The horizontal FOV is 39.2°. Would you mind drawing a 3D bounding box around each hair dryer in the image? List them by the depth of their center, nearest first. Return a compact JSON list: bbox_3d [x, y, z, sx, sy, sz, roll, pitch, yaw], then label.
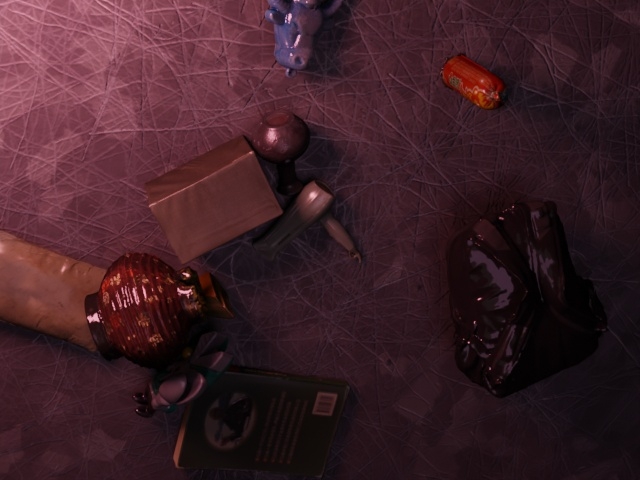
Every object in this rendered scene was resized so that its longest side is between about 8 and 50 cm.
[{"bbox_3d":[0.000,0.000,1.965,0.237,0.075,0.206,35,106,-32],"label":"hair dryer"}]

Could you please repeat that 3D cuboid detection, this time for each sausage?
[{"bbox_3d":[0.314,-0.316,1.803,0.083,0.264,0.083,-3,112,-9],"label":"sausage"}]

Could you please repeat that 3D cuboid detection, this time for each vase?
[{"bbox_3d":[-0.075,-0.175,1.849,0.120,0.120,0.183,-16,132,-8],"label":"vase"}]

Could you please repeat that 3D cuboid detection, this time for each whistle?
[{"bbox_3d":[-0.037,-0.451,1.753,0.180,0.093,0.269,-5,114,-39],"label":"whistle"}]

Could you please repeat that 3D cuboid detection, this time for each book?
[{"bbox_3d":[-0.136,0.426,2.098,0.370,0.043,0.260,11,105,-20],"label":"book"}]

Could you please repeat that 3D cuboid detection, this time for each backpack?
[{"bbox_3d":[0.441,0.122,2.019,0.363,0.255,0.446,-26,112,-11],"label":"backpack"}]

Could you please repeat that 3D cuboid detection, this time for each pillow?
[{"bbox_3d":[-0.558,0.105,1.841,0.302,0.075,0.185,23,94,-22],"label":"pillow"}]

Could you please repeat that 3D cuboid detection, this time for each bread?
[{"bbox_3d":[-0.242,0.136,1.901,0.084,0.139,0.074,-36,116,1],"label":"bread"}]

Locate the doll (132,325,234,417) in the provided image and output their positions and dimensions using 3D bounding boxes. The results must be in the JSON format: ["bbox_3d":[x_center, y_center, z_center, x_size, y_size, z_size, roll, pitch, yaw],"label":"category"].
[{"bbox_3d":[-0.304,0.293,1.919,0.153,0.195,0.258,26,96,-51],"label":"doll"}]

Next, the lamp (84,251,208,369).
[{"bbox_3d":[-0.342,0.138,1.790,0.246,0.247,0.247,-5,112,-13],"label":"lamp"}]

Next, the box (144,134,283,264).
[{"bbox_3d":[-0.215,-0.084,1.817,0.231,0.149,0.155,-28,115,-2],"label":"box"}]
